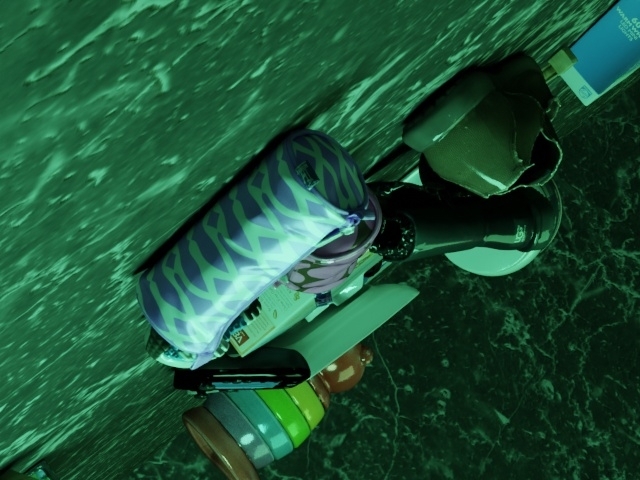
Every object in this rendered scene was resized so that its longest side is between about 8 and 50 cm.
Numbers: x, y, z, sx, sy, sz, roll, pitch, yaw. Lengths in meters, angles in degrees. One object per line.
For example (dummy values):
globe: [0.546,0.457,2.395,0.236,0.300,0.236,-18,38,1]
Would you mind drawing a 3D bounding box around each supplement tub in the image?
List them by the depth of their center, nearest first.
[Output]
supplement tub: [0.294,-0.043,2.704,0.191,0.191,0.272,-40,175,16]

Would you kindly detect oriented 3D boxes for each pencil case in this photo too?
pencil case: [-0.049,0.004,1.215,0.206,0.088,0.086,-41,173,32]
pencil case: [0.000,0.000,1.560,0.098,0.095,0.209,-22,170,-10]

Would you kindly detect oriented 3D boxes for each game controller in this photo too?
game controller: [-0.105,0.173,2.091,0.319,0.166,0.067,127,-28,-81]

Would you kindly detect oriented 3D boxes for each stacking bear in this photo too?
stacking bear: [-0.053,0.236,2.482,0.289,0.175,0.164,-38,138,-13]

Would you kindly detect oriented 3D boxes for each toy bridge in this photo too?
toy bridge: [0.248,-0.187,2.010,0.188,0.026,0.063,-33,174,-45]

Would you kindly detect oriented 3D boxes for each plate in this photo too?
plate: [-0.033,0.136,2.402,0.277,0.045,0.278,-11,-162,47]

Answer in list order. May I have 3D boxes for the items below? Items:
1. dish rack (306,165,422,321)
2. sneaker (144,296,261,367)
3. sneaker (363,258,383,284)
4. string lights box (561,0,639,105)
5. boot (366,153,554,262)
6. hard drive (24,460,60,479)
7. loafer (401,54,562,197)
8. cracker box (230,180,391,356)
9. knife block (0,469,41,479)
dish rack: [0.077,0.000,2.239,0.333,0.072,0.285,-39,176,15]
sneaker: [-0.127,0.091,1.574,0.083,0.071,0.190,-35,177,25]
sneaker: [0.058,0.036,2.460,0.152,0.058,0.084,-47,177,34]
string lights box: [0.422,-0.286,2.084,0.133,0.077,0.260,-36,175,-31]
boot: [0.116,-0.052,1.827,0.207,0.246,0.094,-2,116,-28]
hard drive: [-0.331,0.475,2.001,0.237,0.339,0.064,-38,177,-14]
loafer: [0.186,-0.102,1.715,0.134,0.130,0.366,-41,175,22]
cracker box: [-0.004,0.032,1.934,0.232,0.067,0.156,-41,174,23]
knife block: [-0.393,0.341,1.698,0.276,0.088,0.242,-65,155,-20]
